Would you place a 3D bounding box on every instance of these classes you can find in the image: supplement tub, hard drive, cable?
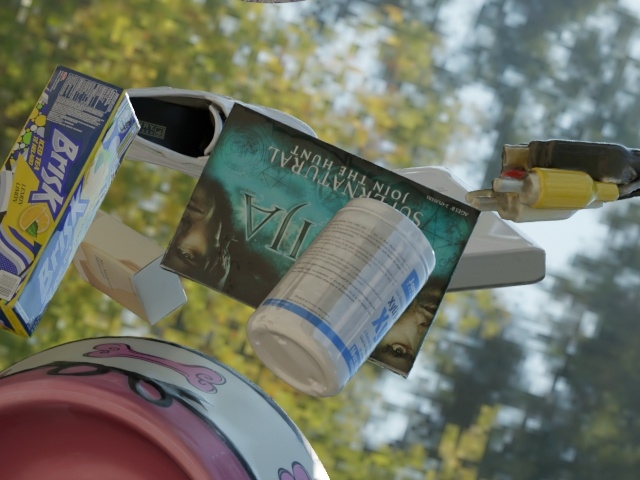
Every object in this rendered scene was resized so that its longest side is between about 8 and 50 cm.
[{"bbox_3d":[0.012,0.034,1.119,0.107,0.071,0.071,-50,-177,-26],"label":"supplement tub"},{"bbox_3d":[0.080,-0.013,1.911,0.307,0.203,0.040,-129,-145,-68],"label":"hard drive"},{"bbox_3d":[0.260,-0.040,1.552,0.139,0.287,0.072,174,-79,-81],"label":"cable"}]

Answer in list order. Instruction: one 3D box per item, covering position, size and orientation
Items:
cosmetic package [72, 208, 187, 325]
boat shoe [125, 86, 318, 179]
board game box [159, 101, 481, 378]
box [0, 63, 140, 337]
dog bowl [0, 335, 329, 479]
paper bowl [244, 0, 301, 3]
[{"bbox_3d":[-0.169,0.021,1.616,0.115,0.041,0.060,28,-34,46],"label":"cosmetic package"},{"bbox_3d":[-0.112,-0.104,1.925,0.084,0.258,0.095,172,-79,-67],"label":"boat shoe"},{"bbox_3d":[0.000,0.000,1.284,0.026,0.186,0.126,69,44,-83],"label":"board game box"},{"bbox_3d":[-0.181,-0.026,1.238,0.059,0.054,0.169,78,35,-66],"label":"box"},{"bbox_3d":[-0.188,0.278,1.493,0.150,0.408,0.408,11,97,-74],"label":"dog bowl"},{"bbox_3d":[-0.064,-0.350,1.637,0.284,0.284,0.148,129,-21,-57],"label":"paper bowl"}]
